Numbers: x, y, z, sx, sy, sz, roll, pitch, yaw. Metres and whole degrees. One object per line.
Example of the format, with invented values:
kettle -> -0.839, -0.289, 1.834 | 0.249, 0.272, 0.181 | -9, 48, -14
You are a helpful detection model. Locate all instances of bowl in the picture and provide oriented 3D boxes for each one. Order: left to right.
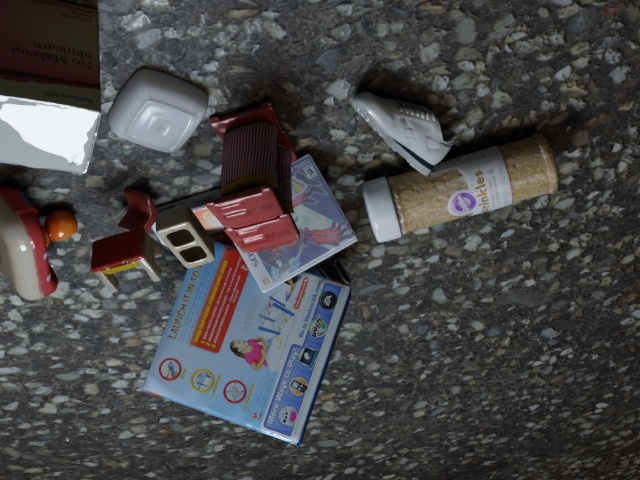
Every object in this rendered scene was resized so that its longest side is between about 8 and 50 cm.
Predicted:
bowl -> -0.266, -0.205, 1.548 | 0.142, 0.053, 0.142 | 18, 130, -33

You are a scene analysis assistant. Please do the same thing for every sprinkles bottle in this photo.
sprinkles bottle -> 0.260, -0.100, 1.764 | 0.356, 0.121, 0.121 | -16, 141, 3

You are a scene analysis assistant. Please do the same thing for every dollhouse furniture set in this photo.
dollhouse furniture set -> -0.228, -0.073, 1.612 | 0.374, 0.201, 0.152 | -15, 141, 13

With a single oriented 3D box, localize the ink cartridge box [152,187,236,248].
ink cartridge box -> -0.230, -0.012, 1.795 | 0.146, 0.045, 0.179 | -17, 138, 5

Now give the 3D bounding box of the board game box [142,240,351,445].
board game box -> -0.132, 0.186, 1.739 | 0.302, 0.308, 0.086 | 18, 167, 7

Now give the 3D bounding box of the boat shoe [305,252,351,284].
boat shoe -> -0.001, -0.003, 1.819 | 0.105, 0.113, 0.306 | -29, 123, 10

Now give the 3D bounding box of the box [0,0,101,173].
box -> -0.399, -0.228, 1.340 | 0.149, 0.232, 0.126 | 6, 138, -23

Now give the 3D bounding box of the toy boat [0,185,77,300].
toy boat -> -0.507, -0.005, 1.677 | 0.151, 0.151, 0.231 | -28, 149, -29

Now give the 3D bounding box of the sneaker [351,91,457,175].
sneaker -> 0.147, -0.208, 1.646 | 0.095, 0.090, 0.235 | -44, 137, 15

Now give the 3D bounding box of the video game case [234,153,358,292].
video game case -> -0.062, -0.031, 1.701 | 0.201, 0.183, 0.023 | -30, -178, 1
